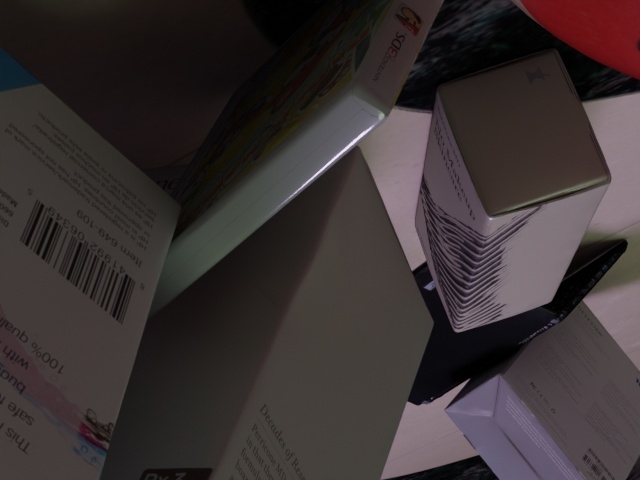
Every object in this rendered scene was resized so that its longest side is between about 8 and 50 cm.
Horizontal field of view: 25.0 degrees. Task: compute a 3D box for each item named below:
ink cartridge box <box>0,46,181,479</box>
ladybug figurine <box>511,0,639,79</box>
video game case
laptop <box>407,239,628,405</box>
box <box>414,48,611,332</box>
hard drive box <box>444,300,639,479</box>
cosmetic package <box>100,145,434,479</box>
[{"bbox_3d":[-0.215,0.055,0.607,0.197,0.270,0.198,-32,119,30],"label":"ink cartridge box"},{"bbox_3d":[0.259,-0.174,0.695,0.449,0.162,0.305,-9,153,-37],"label":"ladybug figurine"},{"bbox_3d":[-0.013,-0.072,0.742,0.227,0.026,0.206,-38,-162,42],"label":"video game case"},{"bbox_3d":[0.155,0.064,1.517,0.234,0.136,0.264,-39,180,44],"label":"laptop"},{"bbox_3d":[0.137,-0.028,1.094,0.094,0.113,0.275,-18,160,-5],"label":"box"},{"bbox_3d":[0.261,0.182,1.565,0.089,0.181,0.232,-39,179,36],"label":"hard drive box"},{"bbox_3d":[-0.097,0.129,0.787,0.217,0.385,0.156,-6,130,25],"label":"cosmetic package"}]
